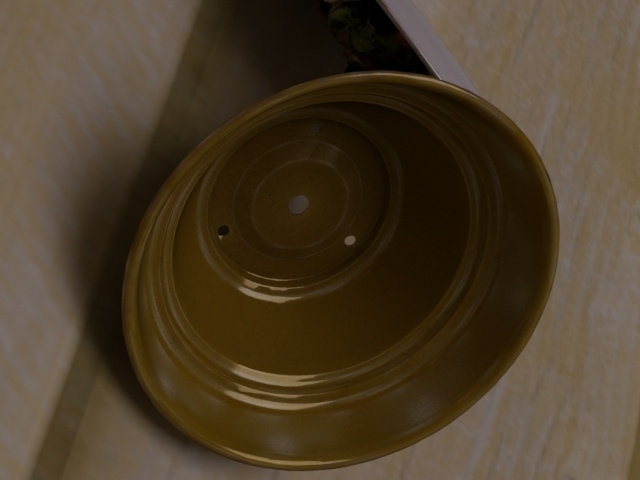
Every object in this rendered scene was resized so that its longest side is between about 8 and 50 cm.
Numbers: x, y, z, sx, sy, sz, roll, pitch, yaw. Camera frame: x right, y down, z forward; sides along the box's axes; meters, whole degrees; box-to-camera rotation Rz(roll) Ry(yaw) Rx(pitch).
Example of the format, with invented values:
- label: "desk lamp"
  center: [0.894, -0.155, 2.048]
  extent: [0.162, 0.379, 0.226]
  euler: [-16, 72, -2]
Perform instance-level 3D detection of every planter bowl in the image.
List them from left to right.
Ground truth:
- label: "planter bowl"
  center: [0.000, 0.000, 0.858]
  extent: [0.217, 0.090, 0.217]
  euler: [-9, 120, -15]

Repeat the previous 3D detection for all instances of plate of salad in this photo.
- label: "plate of salad"
  center: [0.038, -0.094, 0.925]
  extent: [0.200, 0.048, 0.200]
  euler: [52, 3, -4]
